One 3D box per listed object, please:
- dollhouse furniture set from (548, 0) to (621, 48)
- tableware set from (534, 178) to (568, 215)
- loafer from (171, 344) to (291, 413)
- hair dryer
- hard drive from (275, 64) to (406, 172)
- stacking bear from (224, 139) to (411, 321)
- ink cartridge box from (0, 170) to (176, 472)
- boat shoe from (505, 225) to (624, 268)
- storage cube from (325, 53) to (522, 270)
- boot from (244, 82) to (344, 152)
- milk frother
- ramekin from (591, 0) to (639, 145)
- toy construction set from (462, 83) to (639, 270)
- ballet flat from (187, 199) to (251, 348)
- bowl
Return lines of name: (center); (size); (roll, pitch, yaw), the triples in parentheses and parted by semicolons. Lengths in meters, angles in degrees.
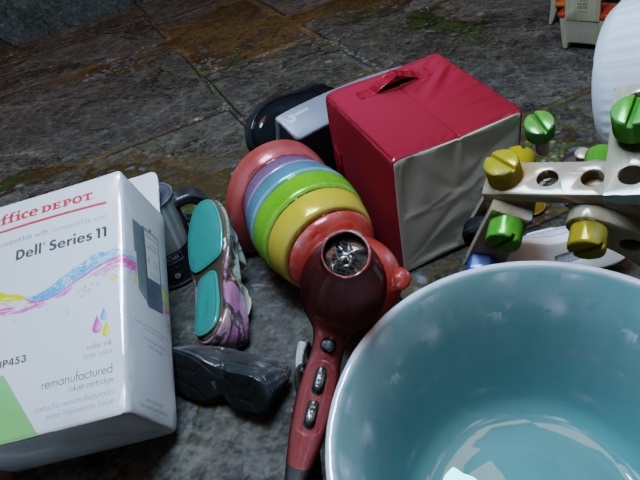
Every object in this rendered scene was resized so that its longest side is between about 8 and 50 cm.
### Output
dollhouse furniture set: (0.594, -0.501, 1.247); (0.262, 0.135, 0.259); (22, 50, 39)
tableware set: (0.319, -0.064, 0.860); (0.104, 0.024, 0.154); (-34, 41, -24)
loafer: (-0.112, 0.152, 0.705); (0.170, 0.062, 0.061); (11, 21, 29)
hair dryer: (0.015, 0.108, 0.533); (0.080, 0.294, 0.224); (4, 34, 0)
hard drive: (0.047, -0.163, 0.965); (0.254, 0.172, 0.054); (-27, 53, -25)
stacking bear: (0.000, 0.000, 0.784); (0.175, 0.164, 0.289); (-26, 42, -14)
ink cartridge box: (-0.292, 0.058, 0.705); (0.207, 0.119, 0.354); (-16, 61, 7)
boat shoe: (0.274, 0.014, 0.746); (0.184, 0.066, 0.063); (-20, 9, 9)
storage cube: (0.137, -0.110, 0.830); (0.183, 0.215, 0.193); (-22, 43, -11)
boot: (0.010, -0.223, 1.115); (0.207, 0.094, 0.246); (14, 39, 38)
milk frother: (-0.234, -0.027, 0.907); (0.129, 0.135, 0.143); (-35, 41, -27)
ramekin: (0.467, -0.216, 0.820); (0.127, 0.273, 0.273); (7, 40, 44)
toy construction set: (0.221, -0.016, 0.582); (0.257, 0.237, 0.309); (35, 78, 35)
ballet flat: (-0.129, 0.047, 0.808); (0.077, 0.079, 0.222); (-33, 48, 25)
bowl: (0.166, 0.181, 0.450); (0.311, 0.163, 0.312); (-5, 46, 5)
